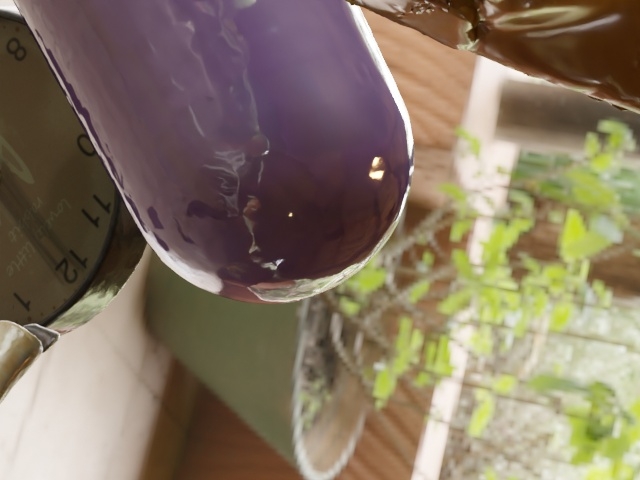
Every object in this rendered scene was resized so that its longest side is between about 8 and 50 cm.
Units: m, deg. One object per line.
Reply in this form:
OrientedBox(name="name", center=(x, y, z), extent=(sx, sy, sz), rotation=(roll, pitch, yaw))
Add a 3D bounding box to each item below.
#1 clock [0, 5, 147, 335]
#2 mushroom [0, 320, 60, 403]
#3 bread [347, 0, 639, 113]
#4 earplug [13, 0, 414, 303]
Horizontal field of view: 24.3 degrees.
OrientedBox(name="clock", center=(-0.362, -0.072, 1.639), extent=(0.076, 0.386, 0.386), rotation=(-7, 108, -67))
OrientedBox(name="mushroom", center=(-0.164, 0.101, 0.689), extent=(0.060, 0.061, 0.187), rotation=(39, 45, -25))
OrientedBox(name="bread", center=(0.130, -0.226, 0.569), extent=(0.215, 0.398, 0.398), rotation=(-174, -85, -78))
OrientedBox(name="earplug", center=(-0.091, -0.169, 0.905), extent=(0.456, 0.215, 0.215), rotation=(62, 1, 19))
